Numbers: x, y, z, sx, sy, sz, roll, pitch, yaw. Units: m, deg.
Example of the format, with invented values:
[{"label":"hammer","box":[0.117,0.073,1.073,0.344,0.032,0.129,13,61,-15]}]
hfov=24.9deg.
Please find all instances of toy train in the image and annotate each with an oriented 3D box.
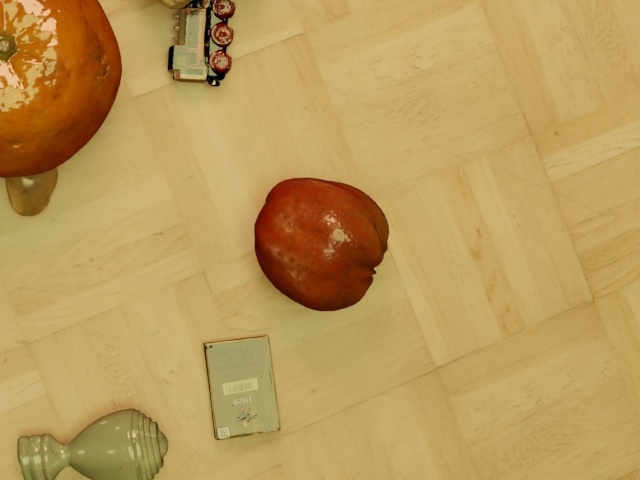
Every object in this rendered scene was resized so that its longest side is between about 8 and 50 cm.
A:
[{"label":"toy train","box":[-0.157,-0.275,1.925,0.087,0.050,0.138,3,90,-8]}]

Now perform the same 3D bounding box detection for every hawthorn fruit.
[{"label":"hawthorn fruit","box":[0.000,0.000,1.900,0.189,0.189,0.189,0,91,-11]}]

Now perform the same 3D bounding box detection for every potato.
[{"label":"potato","box":[-0.378,-0.075,1.884,0.068,0.062,0.083,9,111,6]}]

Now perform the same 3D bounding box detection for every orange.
[{"label":"orange","box":[-0.389,-0.220,1.789,0.284,0.226,0.284,1,87,-17]}]

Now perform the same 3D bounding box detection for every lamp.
[{"label":"lamp","box":[-0.294,0.276,1.886,0.193,0.106,0.106,-6,92,0]}]

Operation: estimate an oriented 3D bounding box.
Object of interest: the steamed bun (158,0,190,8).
[{"label":"steamed bun","box":[-0.168,-0.376,1.879,0.177,0.192,0.106,-25,135,-17]}]

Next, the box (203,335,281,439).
[{"label":"box","box":[-0.106,0.198,1.955,0.090,0.023,0.133,-8,93,-9]}]
